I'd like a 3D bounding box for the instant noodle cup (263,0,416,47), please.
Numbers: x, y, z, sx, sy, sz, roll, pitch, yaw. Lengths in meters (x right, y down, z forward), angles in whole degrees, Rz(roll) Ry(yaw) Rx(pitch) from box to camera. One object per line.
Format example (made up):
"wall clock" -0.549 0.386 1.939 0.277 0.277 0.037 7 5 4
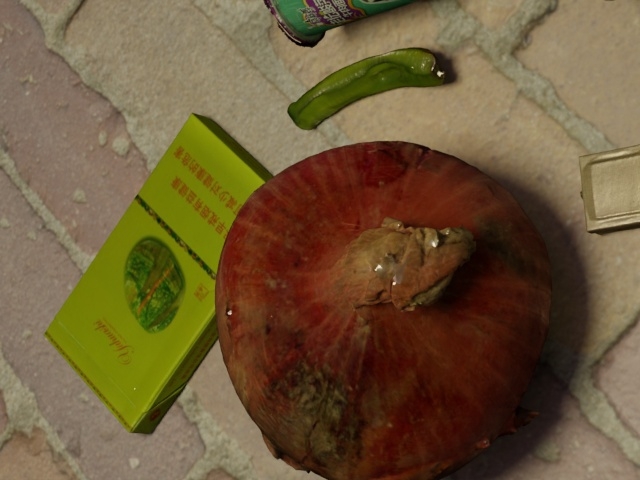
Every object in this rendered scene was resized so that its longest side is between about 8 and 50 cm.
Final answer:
"instant noodle cup" 0.050 -0.341 1.687 0.190 0.251 0.251 -8 79 22

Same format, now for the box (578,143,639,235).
"box" 0.299 -0.050 1.602 0.083 0.035 0.079 -10 79 32

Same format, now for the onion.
"onion" 0.066 0.077 1.595 0.353 0.353 0.354 -5 81 32

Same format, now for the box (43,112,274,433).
"box" -0.175 0.040 1.881 0.187 0.047 0.335 43 106 28

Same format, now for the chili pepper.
"chili pepper" 0.051 -0.172 1.766 0.201 0.050 0.052 -18 113 33
